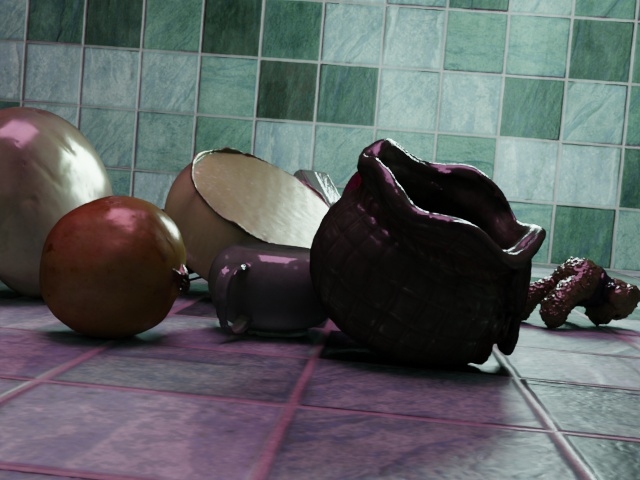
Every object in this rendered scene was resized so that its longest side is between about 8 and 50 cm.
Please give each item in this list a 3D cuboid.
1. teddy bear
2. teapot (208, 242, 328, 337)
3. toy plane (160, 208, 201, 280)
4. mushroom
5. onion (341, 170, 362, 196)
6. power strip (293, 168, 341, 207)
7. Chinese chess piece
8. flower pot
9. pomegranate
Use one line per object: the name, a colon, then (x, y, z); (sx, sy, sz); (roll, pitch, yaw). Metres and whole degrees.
teddy bear: (0.483, 0.096, 1.599); (0.251, 0.129, 0.182); (2, 6, -27)
teapot: (-0.067, 0.073, 1.249); (0.193, 0.130, 0.294); (6, 5, 26)
toy plane: (-0.339, 0.016, 1.720); (0.381, 0.155, 0.106); (-15, 11, -21)
mushroom: (-0.489, -0.046, 1.397); (0.315, 0.315, 0.356); (8, 40, 47)
onion: (0.157, 0.022, 1.537); (0.347, 0.285, 0.348); (39, 19, -17)
power strip: (0.000, 0.000, 1.935); (0.141, 0.229, 0.261); (4, 37, -27)
Chinese chess piece: (-0.127, -0.031, 1.635); (0.338, 0.140, 0.338); (24, 29, -15)
flower pot: (0.146, 0.023, 1.123); (0.301, 0.213, 0.302); (21, 23, -10)
pomegranate: (-0.264, 0.033, 1.110); (0.191, 0.191, 0.191); (5, 3, 0)
